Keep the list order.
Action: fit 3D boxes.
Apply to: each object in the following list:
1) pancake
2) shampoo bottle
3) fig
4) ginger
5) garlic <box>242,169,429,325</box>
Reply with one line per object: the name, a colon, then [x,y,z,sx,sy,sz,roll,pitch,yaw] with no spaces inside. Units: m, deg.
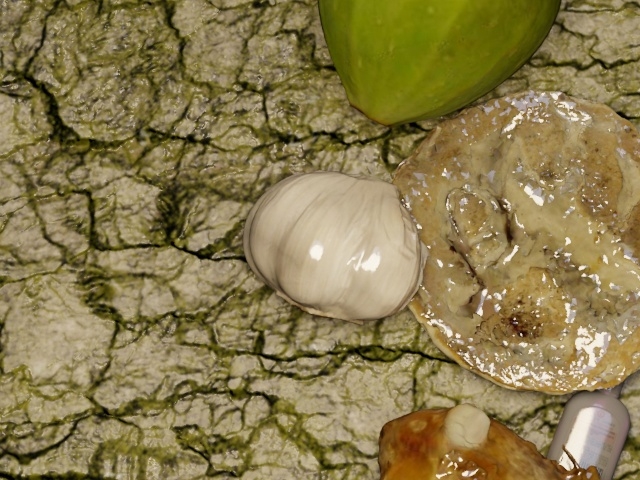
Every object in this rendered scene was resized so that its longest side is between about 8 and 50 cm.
pancake: [0.266,0.000,1.734,0.387,0.082,0.387,-1,74,5]
shampoo bottle: [0.320,0.218,1.707,0.080,0.040,0.165,20,78,9]
fig: [0.126,-0.282,1.703,0.316,0.316,0.316,0,78,1]
ginger: [0.253,0.312,1.600,0.418,0.176,0.254,43,118,11]
garlic: [0.000,0.000,1.688,0.229,0.143,0.178,17,91,33]
